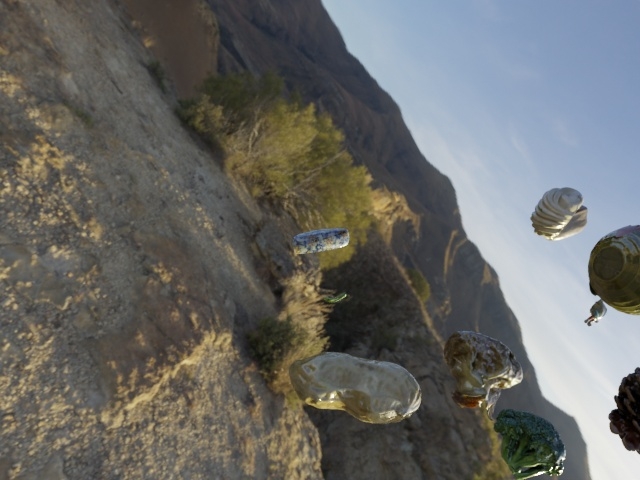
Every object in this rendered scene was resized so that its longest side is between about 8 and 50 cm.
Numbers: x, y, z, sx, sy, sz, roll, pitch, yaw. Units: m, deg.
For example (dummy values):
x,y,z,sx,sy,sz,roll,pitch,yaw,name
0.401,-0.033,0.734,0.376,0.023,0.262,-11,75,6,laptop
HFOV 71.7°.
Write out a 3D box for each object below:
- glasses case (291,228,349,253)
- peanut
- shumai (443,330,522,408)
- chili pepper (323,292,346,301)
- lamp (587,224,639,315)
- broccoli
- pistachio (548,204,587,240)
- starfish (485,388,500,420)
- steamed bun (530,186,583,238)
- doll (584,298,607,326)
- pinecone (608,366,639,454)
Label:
x,y,z,sx,sy,sz,roll,pitch,yaw,name
0.000,0.000,1.837,0.065,0.247,0.087,-127,-146,-59,glasses case
0.079,0.343,1.031,0.324,0.140,0.153,14,30,-15,peanut
0.413,0.349,1.161,0.209,0.153,0.161,39,-36,1,shumai
0.051,0.189,1.465,0.030,0.083,0.017,41,-44,50,chili pepper
0.888,0.085,1.202,0.284,0.250,0.250,12,26,-13,lamp
0.825,0.811,1.760,0.295,0.245,0.265,52,-5,16,broccoli
0.961,-0.076,1.753,0.131,0.206,0.130,90,-25,-58,pistachio
0.634,0.536,1.613,0.047,0.232,0.295,16,-5,33,starfish
0.718,-0.089,1.367,0.106,0.183,0.183,40,1,21,steamed bun
0.819,0.212,1.310,0.039,0.057,0.114,-71,158,-44,doll
0.741,0.359,0.962,0.185,0.168,0.213,-39,139,-42,pinecone
